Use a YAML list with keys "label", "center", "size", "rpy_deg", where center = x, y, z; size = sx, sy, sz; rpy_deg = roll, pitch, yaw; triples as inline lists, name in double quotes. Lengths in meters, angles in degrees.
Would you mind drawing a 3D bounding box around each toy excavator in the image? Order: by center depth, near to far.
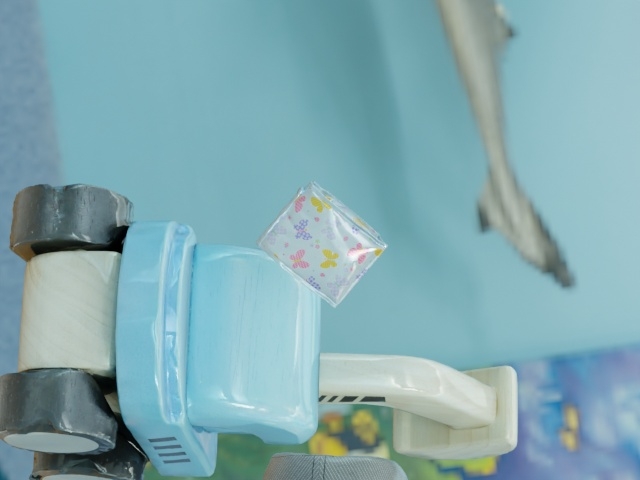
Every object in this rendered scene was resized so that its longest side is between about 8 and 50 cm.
- label: "toy excavator"
  center: [-0.040, 0.123, 1.721]
  size: [0.433, 0.445, 0.222]
  rpy_deg: [76, 17, -70]

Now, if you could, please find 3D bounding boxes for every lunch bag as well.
- label: "lunch bag"
  center: [0.000, 0.000, 1.512]
  size: [0.083, 0.071, 0.053]
  rpy_deg: [37, 7, -17]

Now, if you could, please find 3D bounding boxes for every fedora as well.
- label: "fedora"
  center: [0.016, 0.286, 1.896]
  size: [0.275, 0.243, 0.124]
  rpy_deg: [53, 38, -61]
